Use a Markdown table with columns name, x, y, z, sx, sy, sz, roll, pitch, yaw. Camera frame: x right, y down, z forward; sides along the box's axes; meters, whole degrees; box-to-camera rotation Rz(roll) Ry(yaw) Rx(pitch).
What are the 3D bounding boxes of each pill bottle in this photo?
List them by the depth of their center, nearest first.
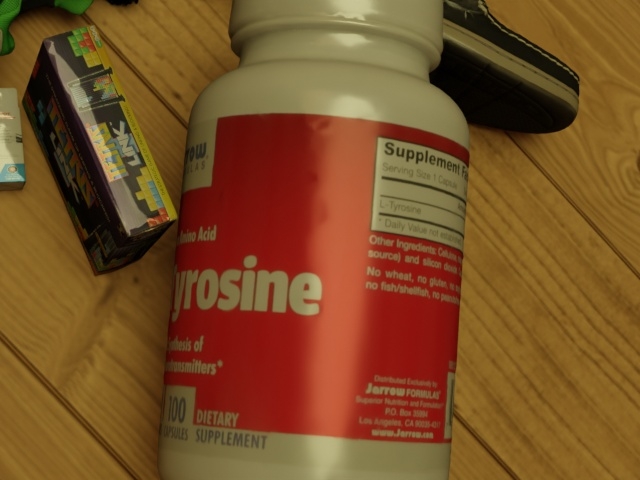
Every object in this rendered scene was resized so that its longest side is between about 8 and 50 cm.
| name | x | y | z | sx | sy | sz | roll | pitch | yaw |
| --- | --- | --- | --- | --- | --- | --- | --- | --- | --- |
| pill bottle | 0.000 | 0.000 | 0.947 | 0.229 | 0.229 | 0.407 | 7 | 82 | -18 |

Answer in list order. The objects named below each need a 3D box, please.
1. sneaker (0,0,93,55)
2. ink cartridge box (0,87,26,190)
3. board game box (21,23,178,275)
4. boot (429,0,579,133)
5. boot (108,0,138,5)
| name | x | y | z | sx | sy | sz | roll | pitch | yaw |
| --- | --- | --- | --- | --- | --- | --- | --- | --- | --- |
| sneaker | -0.319 | -0.205 | 0.932 | 0.343 | 0.134 | 0.146 | -30 | 79 | -34 |
| ink cartridge box | -0.277 | -0.085 | 1.004 | 0.048 | 0.028 | 0.083 | -3 | 78 | -20 |
| board game box | -0.185 | -0.069 | 0.972 | 0.048 | 0.141 | 0.170 | -22 | 84 | -23 |
| boot | 0.113 | -0.292 | 1.141 | 0.377 | 0.138 | 0.284 | 25 | 72 | -5 |
| boot | -0.196 | -0.276 | 1.077 | 0.121 | 0.045 | 0.099 | 29 | 74 | -9 |
